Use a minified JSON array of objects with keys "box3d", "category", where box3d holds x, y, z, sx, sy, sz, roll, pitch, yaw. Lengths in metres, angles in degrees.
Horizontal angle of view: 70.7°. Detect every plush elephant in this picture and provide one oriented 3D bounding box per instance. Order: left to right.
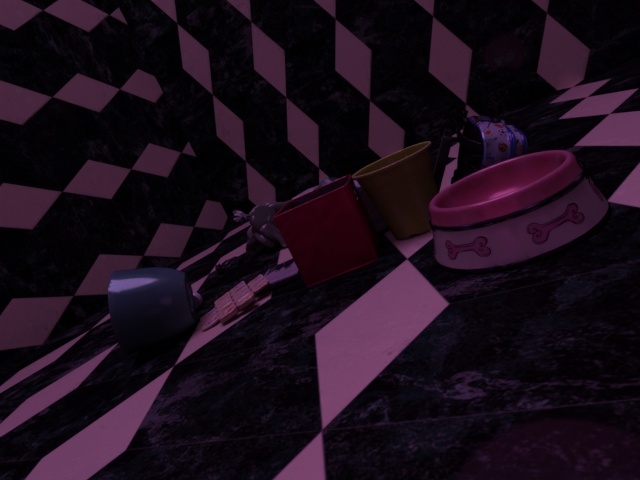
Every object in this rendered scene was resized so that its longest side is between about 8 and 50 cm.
[{"box3d":[-0.286,-0.055,2.345,0.330,0.272,0.255,5,-29,-2],"category":"plush elephant"}]

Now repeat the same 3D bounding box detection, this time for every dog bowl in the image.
[{"box3d":[0.448,-0.083,1.090,0.408,0.150,0.408,-24,11,5],"category":"dog bowl"}]

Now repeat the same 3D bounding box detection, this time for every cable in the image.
[{"box3d":[-0.476,0.127,2.370,0.150,0.047,0.184,-24,8,-18],"category":"cable"}]

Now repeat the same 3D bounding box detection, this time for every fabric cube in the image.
[{"box3d":[0.032,-0.040,1.502,0.259,0.258,0.254,-23,11,14],"category":"fabric cube"}]

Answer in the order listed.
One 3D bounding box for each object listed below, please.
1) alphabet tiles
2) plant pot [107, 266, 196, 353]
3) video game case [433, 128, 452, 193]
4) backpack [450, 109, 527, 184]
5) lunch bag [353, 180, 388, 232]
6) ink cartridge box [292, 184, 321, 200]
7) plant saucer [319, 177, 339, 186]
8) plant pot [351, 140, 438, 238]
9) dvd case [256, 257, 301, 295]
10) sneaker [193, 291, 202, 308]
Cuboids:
[{"box3d":[-0.310,0.213,1.604,0.278,0.021,0.284,-36,13,-11],"category":"alphabet tiles"},{"box3d":[-0.572,0.226,1.582,0.235,0.293,0.293,-11,10,-10],"category":"plant pot"},{"box3d":[0.431,-0.256,1.644,0.035,0.275,0.248,13,23,11],"category":"video game case"},{"box3d":[0.550,-0.271,1.485,0.213,0.276,0.263,0,26,10],"category":"backpack"},{"box3d":[0.124,-0.102,1.682,0.279,0.224,0.108,-23,27,16],"category":"lunch bag"},{"box3d":[-0.023,-0.137,2.148,0.093,0.212,0.154,-13,16,36],"category":"ink cartridge box"},{"box3d":[0.151,-0.241,2.153,0.317,0.043,0.317,16,15,-5],"category":"plant saucer"},{"box3d":[0.279,-0.154,1.489,0.276,0.254,0.276,-24,13,6],"category":"plant pot"},{"box3d":[-0.141,0.123,1.706,0.179,0.029,0.238,-23,13,14],"category":"dvd case"},{"box3d":[-0.579,0.255,1.885,0.258,0.094,0.091,-19,18,31],"category":"sneaker"}]
